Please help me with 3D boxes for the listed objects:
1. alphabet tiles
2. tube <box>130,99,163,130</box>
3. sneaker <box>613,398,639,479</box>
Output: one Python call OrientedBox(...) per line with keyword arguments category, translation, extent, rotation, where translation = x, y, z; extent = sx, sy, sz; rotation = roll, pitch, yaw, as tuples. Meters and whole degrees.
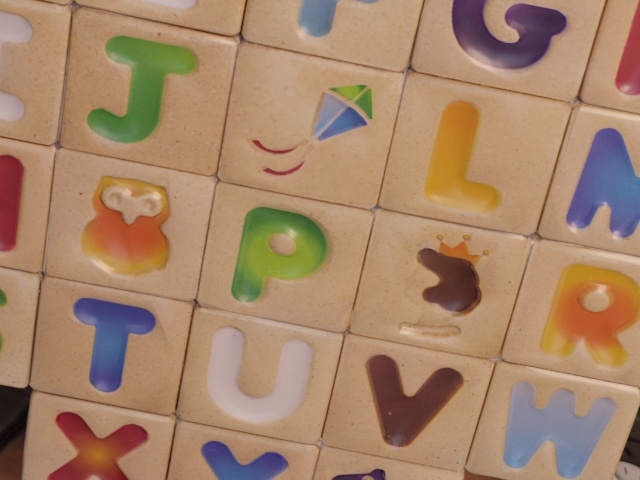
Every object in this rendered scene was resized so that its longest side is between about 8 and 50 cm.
OrientedBox(category="alphabet tiles", translation=(-0.008, -0.018, 0.683), extent=(0.285, 0.011, 0.342), rotation=(12, 125, -1))
OrientedBox(category="tube", translation=(0.000, 0.000, 0.754), extent=(0.080, 0.052, 0.207), rotation=(-30, 124, 19))
OrientedBox(category="sneaker", translation=(0.266, 0.123, 0.787), extent=(0.384, 0.147, 0.145), rotation=(24, 138, 7))
